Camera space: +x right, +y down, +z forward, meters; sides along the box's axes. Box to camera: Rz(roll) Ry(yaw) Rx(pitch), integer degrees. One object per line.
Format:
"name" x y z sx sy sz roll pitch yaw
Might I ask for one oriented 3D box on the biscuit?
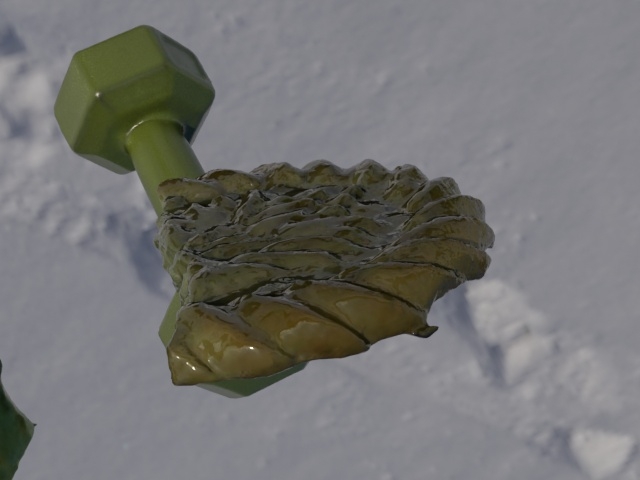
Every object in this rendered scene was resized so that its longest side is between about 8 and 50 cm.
"biscuit" 0.000 0.000 0.920 0.187 0.273 0.036 -11 109 -6

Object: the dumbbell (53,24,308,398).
"dumbbell" -0.098 -0.026 1.259 0.108 0.302 0.121 -40 147 16

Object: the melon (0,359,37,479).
"melon" -0.296 0.190 1.034 0.226 0.343 0.331 21 141 2
